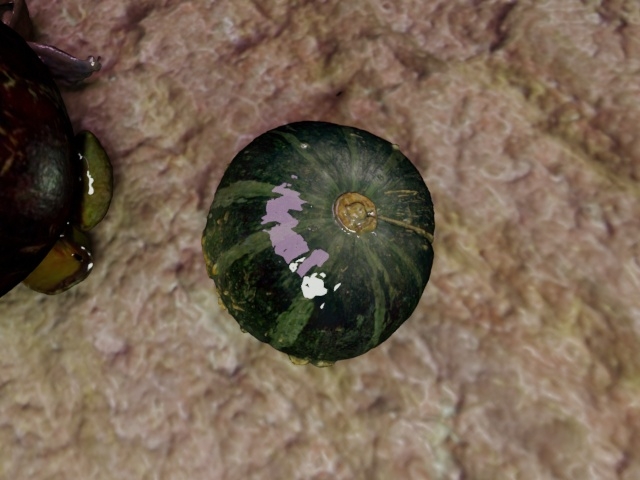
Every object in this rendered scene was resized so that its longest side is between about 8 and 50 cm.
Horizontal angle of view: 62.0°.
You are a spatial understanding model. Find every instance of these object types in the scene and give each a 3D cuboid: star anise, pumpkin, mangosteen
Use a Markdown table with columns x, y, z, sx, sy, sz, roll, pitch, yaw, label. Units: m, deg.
| x | y | z | sx | sy | sz | roll | pitch | yaw | label |
| --- | --- | --- | --- | --- | --- | --- | --- | --- | --- |
| -0.362 | -0.195 | 0.592 | 0.208 | 0.063 | 0.172 | 41 | 70 | 20 | star anise |
| 0.001 | -0.001 | 0.420 | 0.191 | 0.146 | 0.190 | 10 | 56 | -15 | pumpkin |
| -0.322 | -0.061 | 0.430 | 0.288 | 0.288 | 0.287 | -3 | 70 | 9 | mangosteen |
